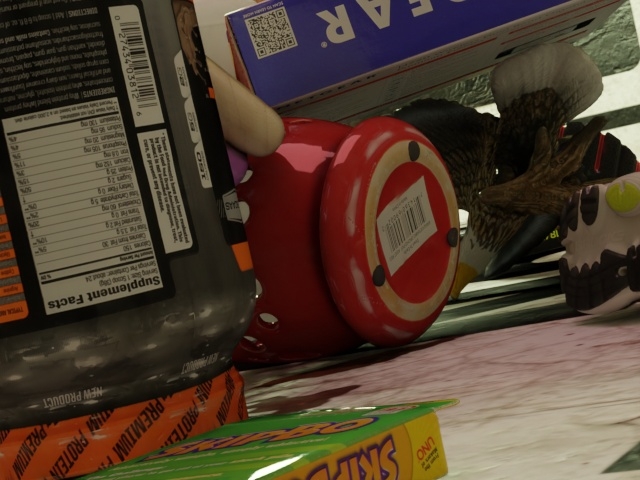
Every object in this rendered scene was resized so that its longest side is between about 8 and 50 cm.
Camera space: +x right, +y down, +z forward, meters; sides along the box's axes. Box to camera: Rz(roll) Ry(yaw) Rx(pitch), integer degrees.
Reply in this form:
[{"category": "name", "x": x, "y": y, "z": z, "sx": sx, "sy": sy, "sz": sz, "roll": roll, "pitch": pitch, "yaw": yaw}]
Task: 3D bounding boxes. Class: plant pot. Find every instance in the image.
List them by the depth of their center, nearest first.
[{"category": "plant pot", "x": 0.000, "y": 0.000, "z": 1.183, "sx": 0.174, "sy": 0.191, "sz": 0.191, "roll": 0, "pitch": 8, "yaw": 35}]

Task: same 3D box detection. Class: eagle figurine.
[{"category": "eagle figurine", "x": 0.160, "y": -0.046, "z": 1.480, "sx": 0.225, "sy": 0.226, "sz": 0.298, "roll": -33, "pitch": 11, "yaw": -10}]

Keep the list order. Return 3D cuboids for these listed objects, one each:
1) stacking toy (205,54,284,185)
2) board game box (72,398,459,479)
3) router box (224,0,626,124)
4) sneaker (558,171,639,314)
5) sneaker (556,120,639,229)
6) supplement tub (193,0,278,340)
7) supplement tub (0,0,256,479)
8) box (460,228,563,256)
[{"category": "stacking toy", "x": -0.175, "y": 0.007, "z": 1.091, "sx": 0.330, "sy": 0.141, "sz": 0.141, "roll": -51, "pitch": -1, "yaw": 4}, {"category": "board game box", "x": -0.065, "y": 0.104, "z": 0.580, "sx": 0.124, "sy": 0.039, "sz": 0.259, "roll": -10, "pitch": 5, "yaw": 42}, {"category": "router box", "x": 0.093, "y": -0.183, "z": 1.341, "sx": 0.335, "sy": 0.082, "sz": 0.301, "roll": -20, "pitch": -2, "yaw": -2}, {"category": "sneaker", "x": 0.252, "y": -0.009, "z": 0.964, "sx": 0.118, "sy": 0.107, "sz": 0.279, "roll": -3, "pitch": 1, "yaw": -20}, {"category": "sneaker", "x": 0.227, "y": -0.073, "z": 1.729, "sx": 0.314, "sy": 0.116, "sz": 0.136, "roll": 16, "pitch": -7, "yaw": 13}, {"category": "supplement tub", "x": -0.139, "y": -0.059, "z": 1.577, "sx": 0.241, "sy": 0.331, "sz": 0.241, "roll": -12, "pitch": 2, "yaw": 0}, {"category": "supplement tub", "x": -0.157, "y": -0.041, "z": 0.919, "sx": 0.207, "sy": 0.338, "sz": 0.207, "roll": -12, "pitch": 1, "yaw": 0}, {"category": "box", "x": 0.238, "y": -0.005, "z": 1.883, "sx": 0.190, "sy": 0.045, "sz": 0.184, "roll": -13, "pitch": 4, "yaw": -27}]
